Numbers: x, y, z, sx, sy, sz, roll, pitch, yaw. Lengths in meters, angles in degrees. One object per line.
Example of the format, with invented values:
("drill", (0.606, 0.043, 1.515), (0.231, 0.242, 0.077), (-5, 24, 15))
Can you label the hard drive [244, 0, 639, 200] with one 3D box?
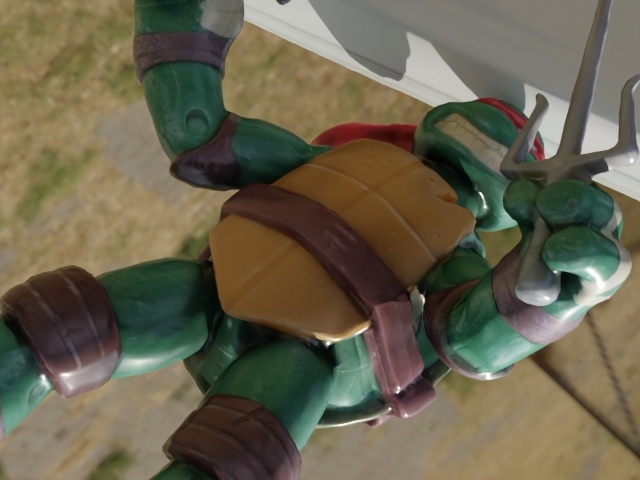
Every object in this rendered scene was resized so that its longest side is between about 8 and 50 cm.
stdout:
("hard drive", (0.088, -0.114, 0.541), (0.203, 0.308, 0.040), (-49, 154, -32))

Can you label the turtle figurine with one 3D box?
("turtle figurine", (0.000, 0.000, 0.420), (0.234, 0.175, 0.118), (-40, 136, -32))
